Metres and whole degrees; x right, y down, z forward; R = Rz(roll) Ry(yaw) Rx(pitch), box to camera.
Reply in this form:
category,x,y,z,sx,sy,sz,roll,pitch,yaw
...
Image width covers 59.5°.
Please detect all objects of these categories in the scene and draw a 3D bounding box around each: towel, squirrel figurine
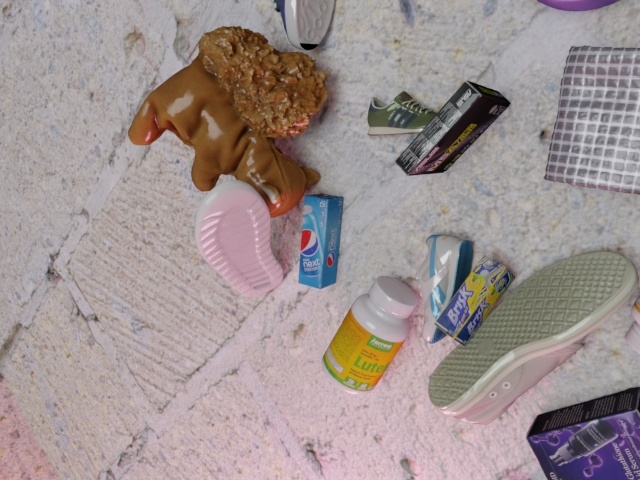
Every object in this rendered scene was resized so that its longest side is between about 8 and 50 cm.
category,x,y,z,sx,sy,sz,roll,pitch,yaw
towel,0.522,-0.186,0.887,0.283,0.121,0.235,14,104,35
squirrel figurine,-0.156,-0.248,1.249,0.370,0.281,0.397,48,122,10

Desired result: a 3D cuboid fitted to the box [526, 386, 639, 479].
category,x,y,z,sx,sy,sz,roll,pitch,yaw
box,0.508,0.378,1.010,0.207,0.108,0.153,-32,81,32

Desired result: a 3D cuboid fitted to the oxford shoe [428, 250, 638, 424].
category,x,y,z,sx,sy,sz,roll,pitch,yaw
oxford shoe,0.397,0.191,1.049,0.130,0.169,0.449,34,113,-21

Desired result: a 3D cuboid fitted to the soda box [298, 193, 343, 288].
category,x,y,z,sx,sy,sz,roll,pitch,yaw
soda box,0.000,0.000,1.299,0.067,0.071,0.210,12,104,31

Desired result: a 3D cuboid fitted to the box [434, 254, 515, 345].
category,x,y,z,sx,sy,sz,roll,pitch,yaw
box,0.299,0.117,1.087,0.169,0.054,0.059,-55,43,2

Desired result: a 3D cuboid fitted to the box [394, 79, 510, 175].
category,x,y,z,sx,sy,sz,roll,pitch,yaw
box,0.247,-0.201,1.036,0.045,0.184,0.191,50,119,15

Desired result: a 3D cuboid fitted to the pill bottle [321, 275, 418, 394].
category,x,y,z,sx,sy,sz,roll,pitch,yaw
pill bottle,0.111,0.204,1.221,0.136,0.136,0.246,38,116,22

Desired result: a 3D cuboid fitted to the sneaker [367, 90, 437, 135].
category,x,y,z,sx,sy,sz,roll,pitch,yaw
sneaker,0.177,-0.262,1.142,0.192,0.064,0.086,4,105,36

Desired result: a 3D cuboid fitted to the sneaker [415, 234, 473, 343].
category,x,y,z,sx,sy,sz,roll,pitch,yaw
sneaker,0.245,0.100,1.156,0.092,0.087,0.229,18,102,39

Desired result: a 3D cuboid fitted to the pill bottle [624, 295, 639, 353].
category,x,y,z,sx,sy,sz,roll,pitch,yaw
pill bottle,0.591,0.095,0.902,0.117,0.117,0.215,34,115,24

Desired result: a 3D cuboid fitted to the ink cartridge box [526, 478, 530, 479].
category,x,y,z,sx,sy,sz,roll,pitch,yaw
ink cartridge box,0.437,0.556,1.114,0.180,0.060,0.104,27,112,26

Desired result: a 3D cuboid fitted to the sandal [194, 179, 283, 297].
category,x,y,z,sx,sy,sz,roll,pitch,yaw
sandal,-0.193,-0.001,1.272,0.102,0.169,0.416,56,166,33

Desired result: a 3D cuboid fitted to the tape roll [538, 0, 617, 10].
category,x,y,z,sx,sy,sz,roll,pitch,yaw
tape roll,0.438,-0.528,0.915,0.274,0.090,0.275,6,102,33

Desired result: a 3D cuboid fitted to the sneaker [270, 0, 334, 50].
category,x,y,z,sx,sy,sz,roll,pitch,yaw
sneaker,-0.094,-0.591,1.242,0.236,0.130,0.323,16,111,40
